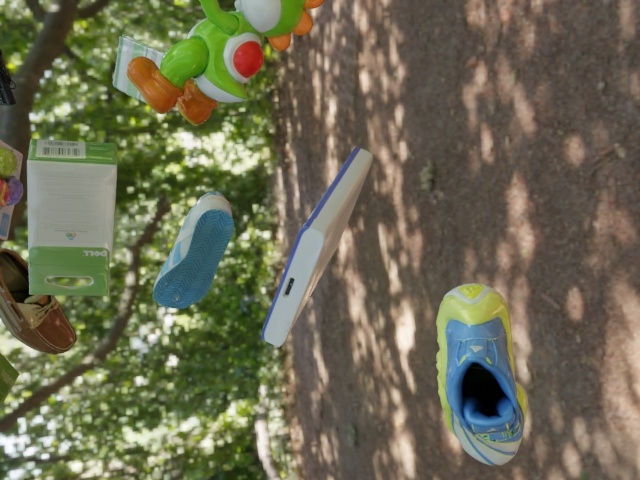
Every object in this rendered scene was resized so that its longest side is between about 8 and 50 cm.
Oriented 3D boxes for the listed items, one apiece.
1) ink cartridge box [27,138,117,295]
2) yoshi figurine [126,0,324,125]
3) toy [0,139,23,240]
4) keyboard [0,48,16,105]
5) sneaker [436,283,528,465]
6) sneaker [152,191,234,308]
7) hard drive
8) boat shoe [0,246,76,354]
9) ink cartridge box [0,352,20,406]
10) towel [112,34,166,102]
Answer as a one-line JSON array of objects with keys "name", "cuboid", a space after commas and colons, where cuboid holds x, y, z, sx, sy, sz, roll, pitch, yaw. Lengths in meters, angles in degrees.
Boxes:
[{"name": "ink cartridge box", "cuboid": [-0.329, -0.027, 1.102, 0.062, 0.109, 0.209, -111, 28, -53]}, {"name": "yoshi figurine", "cuboid": [-0.152, -0.370, 1.354, 0.362, 0.203, 0.203, -39, 26, 20]}, {"name": "toy", "cuboid": [-0.454, -0.086, 1.143, 0.237, 0.056, 0.137, 55, -138, -76]}, {"name": "keyboard", "cuboid": [-0.688, -0.366, 1.713, 0.100, 0.038, 0.192, 5, 122, 37]}, {"name": "sneaker", "cuboid": [0.156, 0.166, 0.822, 0.126, 0.091, 0.240, -76, -27, -54]}, {"name": "sneaker", "cuboid": [-0.215, 0.022, 1.430, 0.229, 0.087, 0.092, -55, 24, 23]}, {"name": "hard drive", "cuboid": [0.000, 0.000, 1.322, 0.319, 0.040, 0.210, -59, -8, -60]}, {"name": "boat shoe", "cuboid": [-0.680, 0.142, 1.932, 0.324, 0.120, 0.122, 55, -135, -30]}, {"name": "ink cartridge box", "cuboid": [-0.795, 0.249, 1.744, 0.189, 0.255, 0.097, 81, -153, -55]}, {"name": "towel", "cuboid": [-0.349, -0.335, 1.662, 0.152, 0.023, 0.113, 27, 116, 25]}]
